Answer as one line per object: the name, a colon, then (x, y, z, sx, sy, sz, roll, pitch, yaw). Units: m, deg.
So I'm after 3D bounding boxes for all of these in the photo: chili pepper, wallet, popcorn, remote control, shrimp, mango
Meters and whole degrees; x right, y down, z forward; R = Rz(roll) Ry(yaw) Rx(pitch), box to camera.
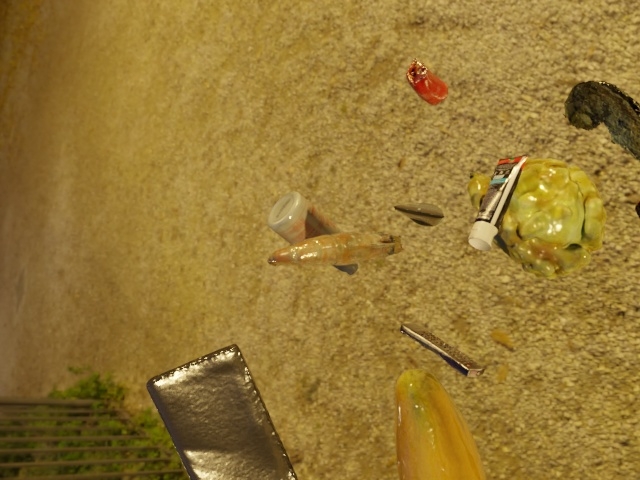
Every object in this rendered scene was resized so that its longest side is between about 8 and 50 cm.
chili pepper: (0.256, -0.371, 1.526, 0.073, 0.123, 0.070, 18, 82, 46)
wallet: (-0.117, 0.257, 0.811, 0.025, 0.124, 0.244, -141, 29, -72)
popcorn: (0.549, -0.069, 1.592, 0.279, 0.274, 0.335, -29, 71, 24)
remote control: (0.253, 0.229, 1.349, 0.212, 0.059, 0.028, 32, 108, 49)
shrimp: (0.024, 0.017, 0.967, 0.126, 0.223, 0.047, -18, 78, 60)
mango: (0.154, 0.292, 0.852, 0.119, 0.316, 0.176, -11, 29, 14)

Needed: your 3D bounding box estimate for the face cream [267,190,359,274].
face cream: (0.000, 0.000, 1.446, 0.101, 0.252, 0.101, -35, 32, 26)

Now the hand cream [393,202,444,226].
hand cream: (0.258, -0.070, 1.602, 0.120, 0.270, 0.061, 13, 92, 13)

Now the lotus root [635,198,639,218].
lotus root: (0.820, -0.119, 1.359, 0.309, 0.173, 0.173, -21, 64, 54)

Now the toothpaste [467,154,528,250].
toothpaste: (0.328, -0.076, 1.183, 0.071, 0.045, 0.193, -6, 54, 57)

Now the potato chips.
potato chips: (0.600, -0.256, 1.343, 0.029, 0.202, 0.220, -43, 31, -7)
